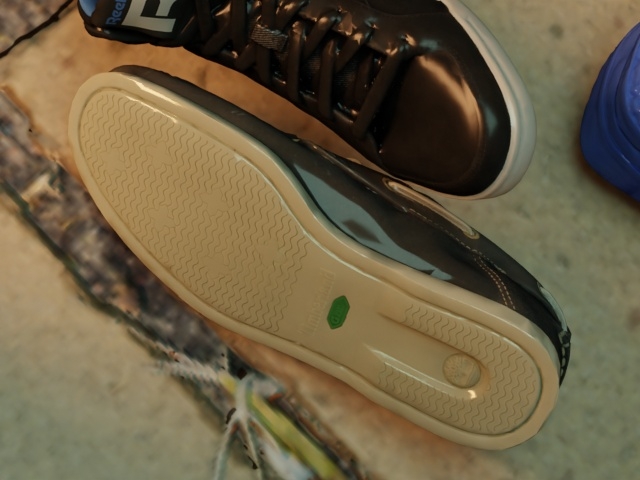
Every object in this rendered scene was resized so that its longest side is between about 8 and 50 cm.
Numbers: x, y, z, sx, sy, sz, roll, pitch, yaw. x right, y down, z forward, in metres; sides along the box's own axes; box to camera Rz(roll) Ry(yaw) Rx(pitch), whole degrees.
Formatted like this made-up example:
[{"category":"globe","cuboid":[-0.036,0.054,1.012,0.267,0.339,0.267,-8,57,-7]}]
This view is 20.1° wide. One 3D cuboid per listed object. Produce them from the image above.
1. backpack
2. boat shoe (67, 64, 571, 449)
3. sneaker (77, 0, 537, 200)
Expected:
[{"category":"backpack","cuboid":[0.184,-0.058,0.795,0.120,0.101,0.098,29,63,-1]},{"category":"boat shoe","cuboid":[0.000,0.000,0.755,0.233,0.084,0.079,32,32,3]},{"category":"sneaker","cuboid":[-0.024,-0.080,0.712,0.121,0.079,0.217,-11,44,-41]}]
